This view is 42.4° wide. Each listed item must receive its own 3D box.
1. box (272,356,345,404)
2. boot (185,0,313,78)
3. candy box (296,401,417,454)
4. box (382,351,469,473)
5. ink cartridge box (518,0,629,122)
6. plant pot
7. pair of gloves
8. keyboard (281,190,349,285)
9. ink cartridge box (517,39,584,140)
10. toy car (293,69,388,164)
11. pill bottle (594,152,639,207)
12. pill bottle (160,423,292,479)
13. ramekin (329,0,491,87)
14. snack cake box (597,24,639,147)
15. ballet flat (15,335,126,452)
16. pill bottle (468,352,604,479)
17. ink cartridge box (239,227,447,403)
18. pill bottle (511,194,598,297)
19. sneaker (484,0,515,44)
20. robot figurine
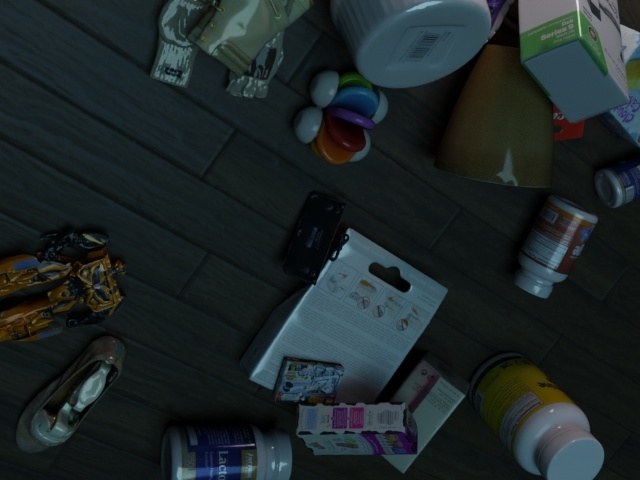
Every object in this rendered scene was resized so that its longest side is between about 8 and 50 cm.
[{"bbox_3d":[-0.025,0.301,1.749,0.137,0.027,0.093,12,104,-24],"label":"box"},{"bbox_3d":[-0.165,-0.421,1.390,0.203,0.095,0.262,-45,124,7],"label":"boot"},{"bbox_3d":[0.081,0.402,1.757,0.234,0.071,0.159,-4,149,13],"label":"candy box"},{"bbox_3d":[0.219,0.388,1.884,0.127,0.148,0.232,38,99,10],"label":"box"},{"bbox_3d":[0.467,-0.402,1.537,0.122,0.289,0.211,-19,143,36],"label":"ink cartridge box"},{"bbox_3d":[0.365,-0.252,1.636,0.237,0.237,0.254,4,104,-21],"label":"plant pot"},{"bbox_3d":[-0.177,-0.367,1.488,0.240,0.042,0.204,6,113,-22],"label":"pair of gloves"},{"bbox_3d":[0.000,0.000,1.684,0.108,0.023,0.180,21,91,7],"label":"keyboard"},{"bbox_3d":[0.504,-0.314,1.743,0.189,0.066,0.232,-9,112,-16],"label":"ink cartridge box"},{"bbox_3d":[0.049,-0.229,1.574,0.159,0.136,0.182,19,106,-25],"label":"toy car"},{"bbox_3d":[0.718,-0.145,1.871,0.169,0.094,0.094,-22,118,-9],"label":"pill bottle"},{"bbox_3d":[-0.205,0.478,1.796,0.265,0.153,0.153,2,112,-21],"label":"pill bottle"},{"bbox_3d":[0.165,-0.391,1.460,0.277,0.135,0.277,-13,157,-6],"label":"ramekin"},{"bbox_3d":[0.642,-0.319,1.724,0.264,0.089,0.152,25,102,-47],"label":"snack cake box"},{"bbox_3d":[-0.505,0.326,1.649,0.108,0.106,0.316,34,99,-28],"label":"ballet flat"},{"bbox_3d":[0.498,0.418,1.909,0.188,0.334,0.187,-8,116,-16],"label":"pill bottle"},{"bbox_3d":[0.053,0.189,1.804,0.308,0.091,0.385,31,95,-28],"label":"ink cartridge box"},{"bbox_3d":[0.522,0.016,1.859,0.121,0.121,0.216,17,107,-25],"label":"pill bottle"},{"bbox_3d":[0.331,-0.451,1.626,0.071,0.068,0.169,30,105,-1],"label":"sneaker"},{"bbox_3d":[-0.508,0.095,1.555,0.291,0.085,0.211,-16,118,-12],"label":"robot figurine"}]
